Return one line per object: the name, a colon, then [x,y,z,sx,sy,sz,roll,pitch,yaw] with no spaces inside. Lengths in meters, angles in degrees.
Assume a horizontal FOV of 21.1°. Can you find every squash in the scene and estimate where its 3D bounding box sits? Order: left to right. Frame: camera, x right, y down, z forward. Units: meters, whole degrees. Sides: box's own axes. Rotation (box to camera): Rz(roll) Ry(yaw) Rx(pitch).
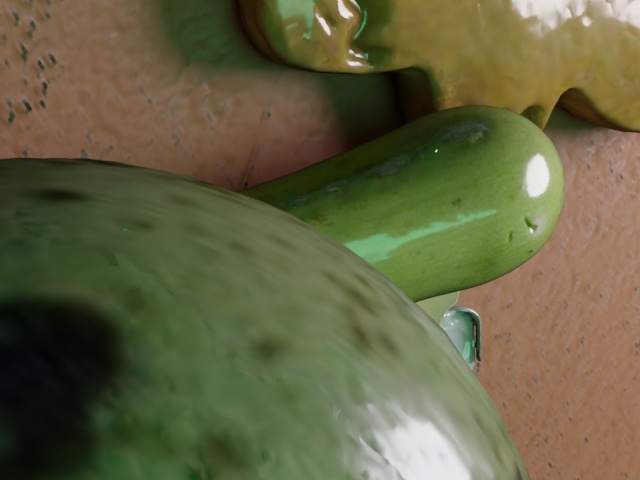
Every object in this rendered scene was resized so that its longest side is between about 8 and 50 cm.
squash: [0.000,0.000,0.762,0.250,0.083,0.083,-17,109,-21]

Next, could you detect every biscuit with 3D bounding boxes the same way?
biscuit: [0.119,-0.162,0.855,0.355,0.052,0.275,6,96,-35]

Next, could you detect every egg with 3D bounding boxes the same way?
egg: [-0.130,0.158,0.563,0.428,0.345,0.345,-24,114,-4]

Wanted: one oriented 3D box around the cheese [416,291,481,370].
cheese: [-0.013,0.064,0.805,0.235,0.050,0.127,-9,105,-35]
